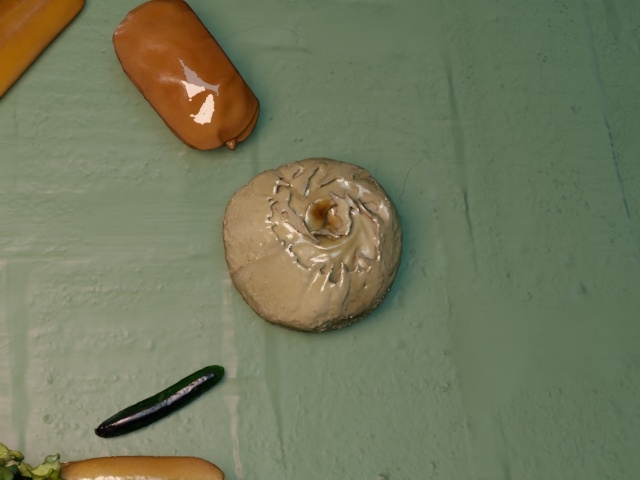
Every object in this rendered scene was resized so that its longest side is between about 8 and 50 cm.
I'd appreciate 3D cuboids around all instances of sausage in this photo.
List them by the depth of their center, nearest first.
[{"bbox_3d":[-0.186,-0.230,1.322,0.136,0.120,0.241,-40,87,-9],"label":"sausage"}]

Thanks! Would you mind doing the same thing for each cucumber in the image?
[{"bbox_3d":[-0.206,0.213,1.221,0.184,0.033,0.036,-27,103,-20],"label":"cucumber"}]

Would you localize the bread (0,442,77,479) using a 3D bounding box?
[{"bbox_3d":[-0.461,0.337,0.958,0.208,0.251,0.376,35,88,36],"label":"bread"}]

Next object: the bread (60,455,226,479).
[{"bbox_3d":[-0.227,0.314,1.123,0.236,0.140,0.106,3,69,-17],"label":"bread"}]

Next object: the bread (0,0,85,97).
[{"bbox_3d":[-0.427,-0.294,1.299,0.092,0.074,0.239,33,66,2],"label":"bread"}]

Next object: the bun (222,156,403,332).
[{"bbox_3d":[0.000,0.000,1.286,0.259,0.152,0.259,6,69,-15],"label":"bun"}]
